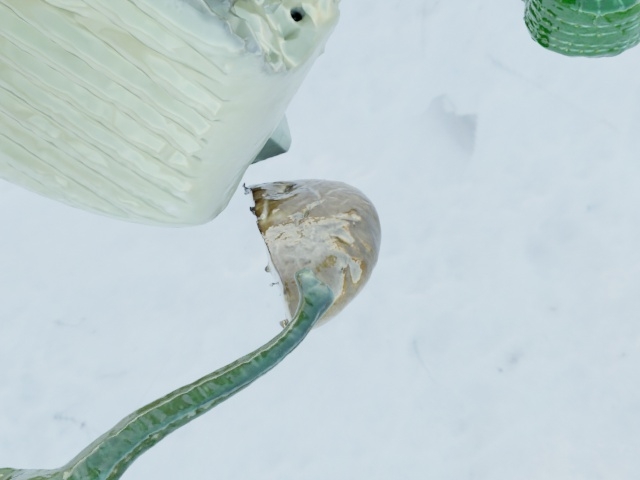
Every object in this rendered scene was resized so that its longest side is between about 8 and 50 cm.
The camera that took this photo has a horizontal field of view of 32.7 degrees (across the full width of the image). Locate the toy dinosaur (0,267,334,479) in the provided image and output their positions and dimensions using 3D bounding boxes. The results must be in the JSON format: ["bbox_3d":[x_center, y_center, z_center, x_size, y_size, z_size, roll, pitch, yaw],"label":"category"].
[{"bbox_3d":[-0.158,0.221,0.727,0.301,0.087,0.447,7,74,-4],"label":"toy dinosaur"}]

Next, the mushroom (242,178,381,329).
[{"bbox_3d":[0.000,0.000,1.317,0.151,0.285,0.156,-16,121,-3],"label":"mushroom"}]

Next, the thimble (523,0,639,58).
[{"bbox_3d":[0.258,-0.237,1.044,0.130,0.090,0.118,10,59,8],"label":"thimble"}]

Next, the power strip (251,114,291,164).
[{"bbox_3d":[-0.143,-0.176,1.292,0.140,0.224,0.139,-17,72,15],"label":"power strip"}]

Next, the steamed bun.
[{"bbox_3d":[-0.103,-0.174,0.506,0.290,0.273,0.272,32,60,3],"label":"steamed bun"}]
